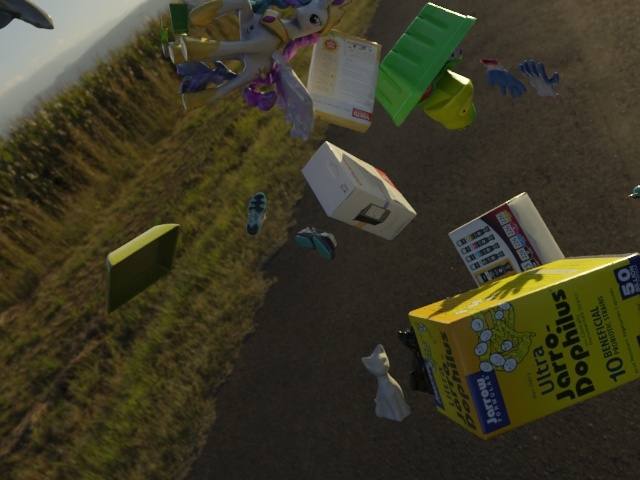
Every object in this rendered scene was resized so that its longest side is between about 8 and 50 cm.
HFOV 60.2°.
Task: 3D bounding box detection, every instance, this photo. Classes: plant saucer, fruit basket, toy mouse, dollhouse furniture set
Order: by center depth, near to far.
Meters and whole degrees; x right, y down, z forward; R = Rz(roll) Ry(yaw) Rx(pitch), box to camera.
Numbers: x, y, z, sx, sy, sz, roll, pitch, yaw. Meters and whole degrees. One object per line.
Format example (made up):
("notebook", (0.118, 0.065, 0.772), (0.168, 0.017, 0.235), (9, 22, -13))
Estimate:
("dollhouse furniture set", (-0.310, -0.452, 1.201), (0.076, 0.058, 0.152), (-5, -3, -13))
("plant saucer", (-0.406, 0.051, 1.224), (0.188, 0.045, 0.188), (-40, -15, -40))
("toy mouse", (0.868, -0.137, 1.440), (0.143, 0.031, 0.161), (-9, -8, 2))
("fruit basket", (0.389, -0.523, 1.812), (0.392, 0.392, 0.283), (-50, 0, -17))

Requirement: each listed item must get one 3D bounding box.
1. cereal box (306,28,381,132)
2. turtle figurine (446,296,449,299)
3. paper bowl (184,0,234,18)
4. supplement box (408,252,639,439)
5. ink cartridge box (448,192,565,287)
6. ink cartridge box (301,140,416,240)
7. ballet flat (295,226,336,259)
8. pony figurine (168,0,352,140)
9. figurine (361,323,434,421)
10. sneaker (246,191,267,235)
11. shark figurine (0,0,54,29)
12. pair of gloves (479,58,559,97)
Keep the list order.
("cereal box", (0.055, -0.405, 1.386), (0.047, 0.173, 0.240), (142, 140, -68))
("turtle figurine", (0.340, 0.291, 1.341), (0.266, 0.275, 0.197), (106, 164, -45))
("paper bowl", (-0.315, -0.757, 1.507), (0.284, 0.284, 0.148), (-12, 19, 47))
("supplement box", (0.368, 0.167, 0.957), (0.357, 0.194, 0.195), (-18, 0, -10))
("ink cartridge box", (0.502, 0.074, 1.504), (0.130, 0.309, 0.272), (-23, -9, -43))
("ink cartridge box", (0.119, -0.146, 1.690), (0.131, 0.306, 0.226), (-48, 48, 23))
("ballet flat", (0.000, 0.000, 1.585), (0.074, 0.074, 0.203), (-48, 30, -13))
("pony figurine", (-0.127, -0.390, 1.183), (0.364, 0.302, 0.351), (-20, -13, -19))
("figurine", (0.218, 0.352, 1.502), (0.215, 0.209, 0.092), (-28, 19, -25))
("sneaker", (-0.133, -0.065, 1.196), (0.069, 0.038, 0.098), (-59, -11, -67))
("shark figurine", (-0.777, -0.559, 1.262), (0.278, 0.166, 0.116), (-12, -28, -27))
("pair of gloves", (0.479, -0.382, 1.315), (0.198, 0.159, 0.023), (22, 87, 43))
